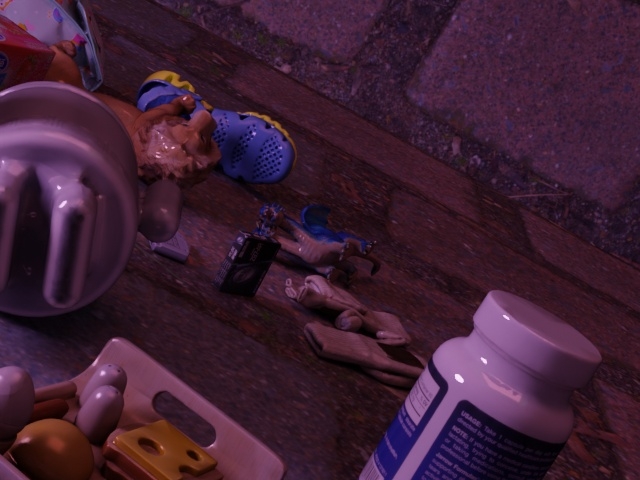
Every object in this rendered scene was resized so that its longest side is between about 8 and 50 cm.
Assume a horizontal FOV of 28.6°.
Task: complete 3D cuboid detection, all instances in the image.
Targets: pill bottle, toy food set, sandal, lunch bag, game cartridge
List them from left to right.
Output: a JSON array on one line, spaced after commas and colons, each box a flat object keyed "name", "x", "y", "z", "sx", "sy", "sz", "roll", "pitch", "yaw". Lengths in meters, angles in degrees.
[{"name": "lunch bag", "x": -0.468, "y": -0.362, "z": 2.125, "sx": 0.262, "sy": 0.160, "sz": 0.223, "roll": 37, "pitch": 8, "yaw": -19}, {"name": "toy food set", "x": -0.175, "y": 0.163, "z": 1.032, "sx": 0.219, "sy": 0.092, "sz": 0.306, "roll": 34, "pitch": 16, "yaw": 19}, {"name": "game cartridge", "x": -0.203, "y": 0.003, "z": 1.674, "sx": 0.056, "sy": 0.017, "sz": 0.083, "roll": 20, "pitch": 17, "yaw": -22}, {"name": "sandal", "x": -0.192, "y": -0.181, "z": 2.133, "sx": 0.317, "sy": 0.126, "sz": 0.138, "roll": 24, "pitch": 17, "yaw": 10}, {"name": "pill bottle", "x": 0.151, "y": 0.189, "z": 1.219, "sx": 0.153, "sy": 0.265, "sz": 0.153, "roll": 28, "pitch": 15, "yaw": -8}]

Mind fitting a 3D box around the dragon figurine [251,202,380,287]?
[{"name": "dragon figurine", "x": 0.000, "y": 0.000, "z": 1.928, "sx": 0.144, "sy": 0.085, "sz": 0.289, "roll": 36, "pitch": 17, "yaw": 22}]

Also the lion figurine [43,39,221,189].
[{"name": "lion figurine", "x": -0.323, "y": -0.187, "z": 1.911, "sx": 0.392, "sy": 0.142, "sz": 0.240, "roll": 17, "pitch": 21, "yaw": 9}]

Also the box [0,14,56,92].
[{"name": "box", "x": -0.501, "y": -0.243, "z": 1.709, "sx": 0.122, "sy": 0.128, "sz": 0.257, "roll": 35, "pitch": 15, "yaw": 21}]

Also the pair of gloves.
[{"name": "pair of gloves", "x": 0.058, "y": 0.120, "z": 1.723, "sx": 0.204, "sy": 0.042, "sz": 0.240, "roll": 24, "pitch": 15, "yaw": -21}]

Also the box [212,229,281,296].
[{"name": "box", "x": -0.096, "y": 0.031, "z": 1.644, "sx": 0.067, "sy": 0.083, "sz": 0.018, "roll": 14, "pitch": 20, "yaw": -48}]

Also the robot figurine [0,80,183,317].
[{"name": "robot figurine", "x": -0.290, "y": -0.050, "z": 1.313, "sx": 0.299, "sy": 0.200, "sz": 0.353, "roll": 12, "pitch": 18, "yaw": -13}]
